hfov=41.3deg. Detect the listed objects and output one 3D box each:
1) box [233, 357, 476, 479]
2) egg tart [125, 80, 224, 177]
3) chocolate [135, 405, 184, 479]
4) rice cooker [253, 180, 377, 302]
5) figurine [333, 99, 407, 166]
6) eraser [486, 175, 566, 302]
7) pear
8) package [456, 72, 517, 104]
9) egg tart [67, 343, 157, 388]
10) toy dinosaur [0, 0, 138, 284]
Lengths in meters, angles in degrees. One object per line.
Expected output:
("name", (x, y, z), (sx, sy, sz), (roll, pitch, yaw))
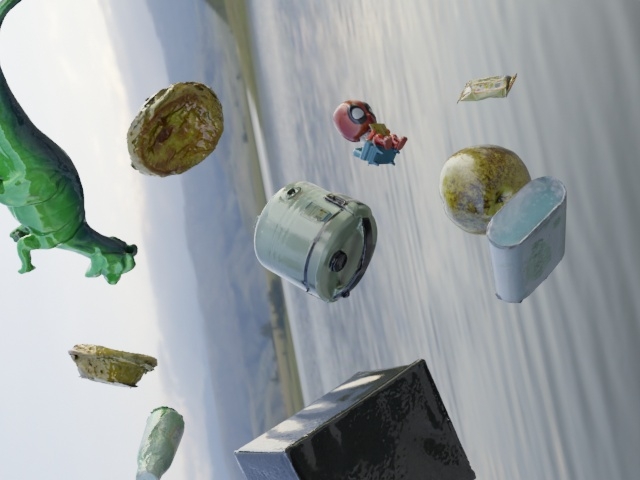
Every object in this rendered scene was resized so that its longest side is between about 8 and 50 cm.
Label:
("box", (0.062, 0.406, 1.527), (0.204, 0.345, 0.251), (-23, 92, 55))
("egg tart", (-0.384, -0.294, 2.182), (0.116, 0.295, 0.295), (46, 160, 30))
("chocolate", (-0.402, 0.518, 2.091), (0.291, 0.110, 0.110), (-95, -4, -75))
("rice cooker", (0.000, 0.000, 1.793), (0.244, 0.226, 0.226), (28, 144, 32))
("figurine", (0.073, -0.177, 1.384), (0.140, 0.068, 0.075), (47, 130, 32))
("eraser", (0.385, 0.004, 1.577), (0.081, 0.174, 0.227), (38, 167, 29))
("pear", (0.343, -0.099, 1.762), (0.197, 0.197, 0.197), (169, 90, -87))
("package", (0.361, -0.329, 1.839), (0.108, 0.120, 0.031), (-57, -43, -53))
("egg tart", (-0.434, 0.261, 1.758), (0.191, 0.191, 0.074), (89, -169, -76))
("toy dinosaur", (-0.420, -0.123, 1.404), (0.500, 0.374, 0.144), (-52, 29, 35))
